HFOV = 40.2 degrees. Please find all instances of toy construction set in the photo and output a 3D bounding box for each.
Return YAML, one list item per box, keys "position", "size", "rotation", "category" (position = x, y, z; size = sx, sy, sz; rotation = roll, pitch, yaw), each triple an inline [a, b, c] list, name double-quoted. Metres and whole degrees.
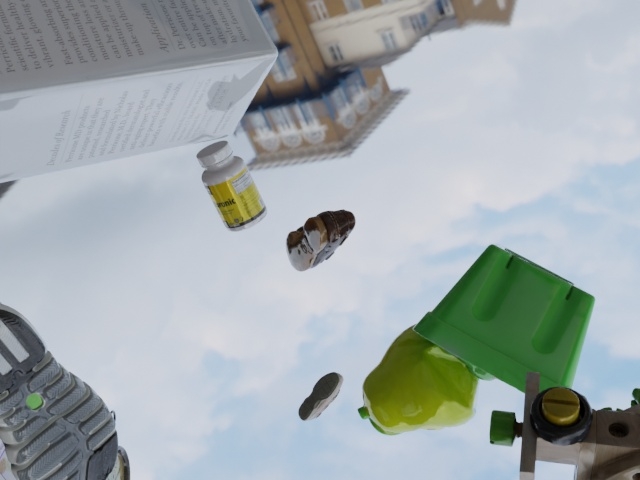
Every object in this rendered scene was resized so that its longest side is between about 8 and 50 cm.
- position: [0.280, 0.269, 0.870]
  size: [0.237, 0.257, 0.309]
  rotation: [5, -111, 7]
  category: "toy construction set"

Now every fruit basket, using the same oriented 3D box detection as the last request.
- position: [0.246, 0.191, 1.383]
  size: [0.283, 0.392, 0.392]
  rotation: [28, -134, 11]
  category: "fruit basket"

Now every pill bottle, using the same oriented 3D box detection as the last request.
- position: [-0.124, -0.075, 1.197]
  size: [0.065, 0.116, 0.065]
  rotation: [-20, -156, 9]
  category: "pill bottle"

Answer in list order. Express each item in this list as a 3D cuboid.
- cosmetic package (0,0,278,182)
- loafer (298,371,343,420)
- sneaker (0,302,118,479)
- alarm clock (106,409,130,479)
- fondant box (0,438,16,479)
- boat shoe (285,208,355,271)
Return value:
- position: [-0.298, -0.193, 0.844]
  size: [0.453, 0.230, 0.161]
  rotation: [-16, 161, -33]
  category: "cosmetic package"
- position: [0.006, 0.296, 1.663]
  size: [0.125, 0.039, 0.045]
  rotation: [-51, -131, 23]
  category: "loafer"
- position: [-0.244, 0.107, 0.696]
  size: [0.086, 0.228, 0.132]
  rotation: [-35, -134, -24]
  category: "sneaker"
- position: [-0.312, 0.337, 1.241]
  size: [0.064, 0.129, 0.192]
  rotation: [4, -112, 6]
  category: "alarm clock"
- position: [-0.417, 0.315, 0.946]
  size: [0.238, 0.330, 0.096]
  rotation: [-26, -159, 8]
  category: "fondant box"
- position: [0.000, 0.000, 1.443]
  size: [0.073, 0.073, 0.207]
  rotation: [-20, 175, -22]
  category: "boat shoe"
